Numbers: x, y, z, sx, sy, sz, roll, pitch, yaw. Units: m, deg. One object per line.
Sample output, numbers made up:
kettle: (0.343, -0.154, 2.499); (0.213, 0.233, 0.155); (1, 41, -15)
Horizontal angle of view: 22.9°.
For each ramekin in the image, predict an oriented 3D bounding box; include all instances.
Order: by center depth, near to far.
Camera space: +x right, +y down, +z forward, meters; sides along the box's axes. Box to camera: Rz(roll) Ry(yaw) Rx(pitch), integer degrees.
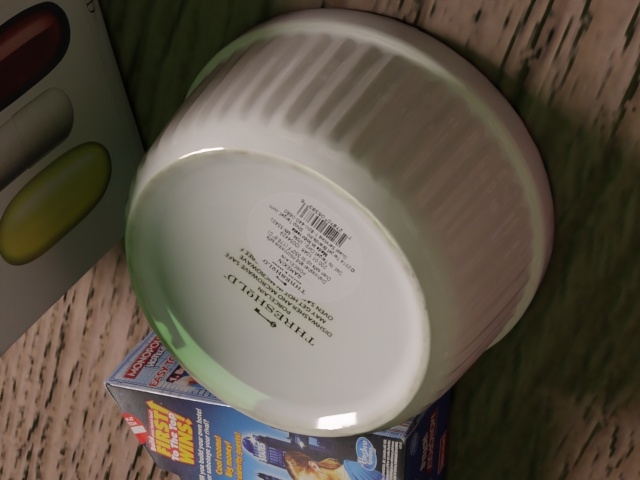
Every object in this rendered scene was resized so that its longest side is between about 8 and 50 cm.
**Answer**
ramekin: (0.000, 0.000, 0.780); (0.207, 0.109, 0.207); (16, 128, 22)

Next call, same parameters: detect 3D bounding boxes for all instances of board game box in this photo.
board game box: (-0.028, 0.134, 0.922); (0.194, 0.060, 0.194); (19, 132, 22)

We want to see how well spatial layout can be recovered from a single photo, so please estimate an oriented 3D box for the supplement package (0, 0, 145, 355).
supplement package: (-0.216, -0.053, 0.808); (0.149, 0.203, 0.194); (2, 123, 29)
